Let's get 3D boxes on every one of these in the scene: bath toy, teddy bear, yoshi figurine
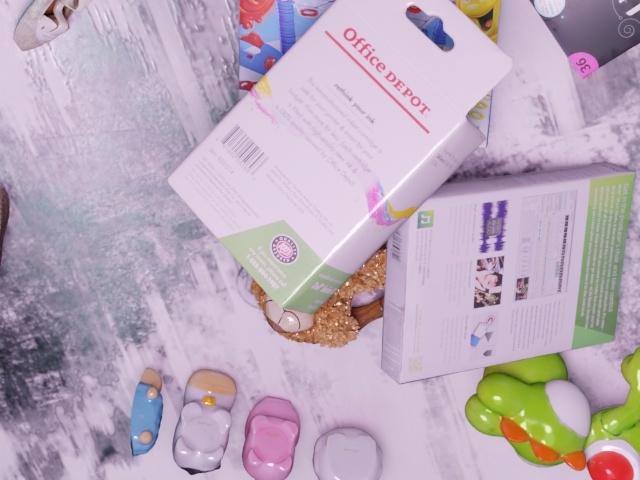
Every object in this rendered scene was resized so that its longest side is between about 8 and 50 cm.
[{"bbox_3d":[-0.087,0.272,1.764,0.348,0.151,0.129,15,153,-2],"label":"bath toy"},{"bbox_3d":[0.000,0.000,1.577,0.245,0.113,0.338,32,125,-12],"label":"teddy bear"},{"bbox_3d":[0.356,0.226,1.678,0.362,0.203,0.203,21,85,-14],"label":"yoshi figurine"}]

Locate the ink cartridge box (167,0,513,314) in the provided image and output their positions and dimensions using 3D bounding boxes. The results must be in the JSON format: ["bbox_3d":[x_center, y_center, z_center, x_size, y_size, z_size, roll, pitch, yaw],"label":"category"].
[{"bbox_3d":[0.032,-0.114,1.406,0.353,0.119,0.207,-45,72,7],"label":"ink cartridge box"}]

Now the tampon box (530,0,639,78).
[{"bbox_3d":[0.333,-0.286,1.471,0.161,0.101,0.120,-33,105,20],"label":"tampon box"}]

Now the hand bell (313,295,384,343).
[{"bbox_3d":[0.083,0.087,1.688,0.242,0.126,0.126,-25,109,31],"label":"hand bell"}]

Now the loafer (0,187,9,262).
[{"bbox_3d":[-0.451,-0.004,1.726,0.050,0.056,0.148,13,115,-5],"label":"loafer"}]

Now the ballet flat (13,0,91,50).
[{"bbox_3d":[-0.319,-0.287,1.578,0.168,0.057,0.052,-49,64,23],"label":"ballet flat"}]

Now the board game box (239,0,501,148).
[{"bbox_3d":[0.059,-0.273,1.512,0.308,0.086,0.302,5,119,6],"label":"board game box"}]

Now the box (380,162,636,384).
[{"bbox_3d":[0.228,0.036,1.560,0.322,0.058,0.232,-7,112,-24],"label":"box"}]
